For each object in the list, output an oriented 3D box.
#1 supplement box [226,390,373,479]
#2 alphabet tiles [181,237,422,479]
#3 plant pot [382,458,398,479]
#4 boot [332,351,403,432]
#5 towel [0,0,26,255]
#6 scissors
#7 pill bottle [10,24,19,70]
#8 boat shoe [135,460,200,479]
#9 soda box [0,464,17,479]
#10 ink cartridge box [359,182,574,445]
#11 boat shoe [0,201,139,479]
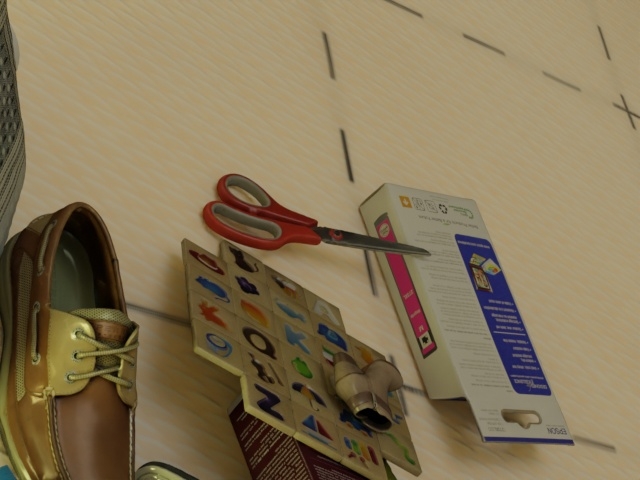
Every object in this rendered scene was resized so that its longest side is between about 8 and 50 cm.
[{"bbox_3d":[0.002,0.240,1.432,0.130,0.073,0.239,29,19,-33],"label":"supplement box"},{"bbox_3d":[-0.024,0.121,1.536,0.285,0.011,0.342,31,19,-22],"label":"alphabet tiles"},{"bbox_3d":[0.060,0.277,1.537,0.079,0.083,0.083,47,34,-24],"label":"plant pot"},{"bbox_3d":[0.057,0.164,1.517,0.118,0.042,0.087,22,30,-39],"label":"boot"},{"bbox_3d":[-0.318,-0.059,1.266,0.056,0.312,0.324,10,47,2],"label":"towel"},{"bbox_3d":[0.000,0.000,1.717,0.297,0.021,0.109,22,37,-16],"label":"scissors"},{"bbox_3d":[-0.403,-0.155,1.387,0.136,0.136,0.246,49,36,-1],"label":"pill bottle"},{"bbox_3d":[-0.088,0.288,1.380,0.233,0.084,0.079,38,14,-9],"label":"boat shoe"},{"bbox_3d":[-0.324,0.259,1.157,0.071,0.067,0.210,55,36,9],"label":"soda box"},{"bbox_3d":[0.182,0.101,1.822,0.176,0.069,0.370,9,50,-42],"label":"ink cartridge box"},{"bbox_3d":[-0.230,0.105,1.347,0.123,0.120,0.324,10,51,-40],"label":"boat shoe"}]
